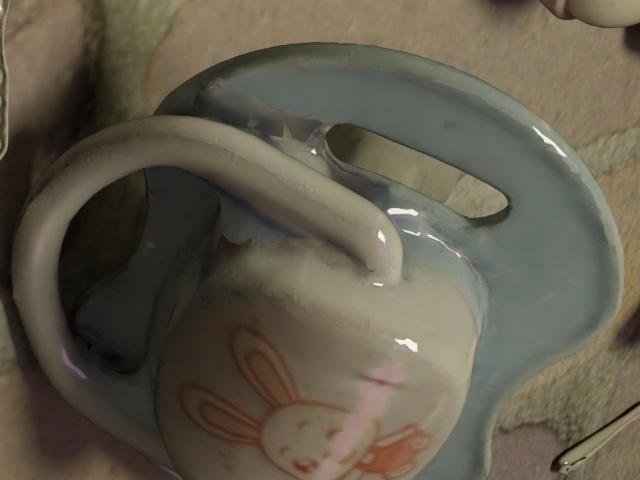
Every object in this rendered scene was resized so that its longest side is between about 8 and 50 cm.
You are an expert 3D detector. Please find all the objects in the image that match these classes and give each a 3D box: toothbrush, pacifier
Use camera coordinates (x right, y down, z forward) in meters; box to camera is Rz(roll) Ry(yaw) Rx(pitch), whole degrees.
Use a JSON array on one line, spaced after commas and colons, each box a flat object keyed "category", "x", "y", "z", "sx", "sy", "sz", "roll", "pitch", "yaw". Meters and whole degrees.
[{"category": "toothbrush", "x": 0.248, "y": 0.137, "z": 1.248, "sx": 0.204, "sy": 0.022, "sz": 0.017, "roll": -24, "pitch": 149, "yaw": -40}, {"category": "pacifier", "x": 0.000, "y": 0.000, "z": 0.716, "sx": 0.226, "sy": 0.238, "sz": 0.287, "roll": -69, "pitch": -177, "yaw": -49}]

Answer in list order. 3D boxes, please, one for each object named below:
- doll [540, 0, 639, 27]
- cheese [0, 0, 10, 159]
[{"category": "doll", "x": 0.217, "y": -0.171, "z": 0.888, "sx": 0.160, "sy": 0.094, "sz": 0.365, "roll": -42, "pitch": 158, "yaw": 23}, {"category": "cheese", "x": -0.121, "y": -0.130, "z": 0.538, "sx": 0.127, "sy": 0.054, "sz": 0.252, "roll": -23, "pitch": 133, "yaw": -37}]
